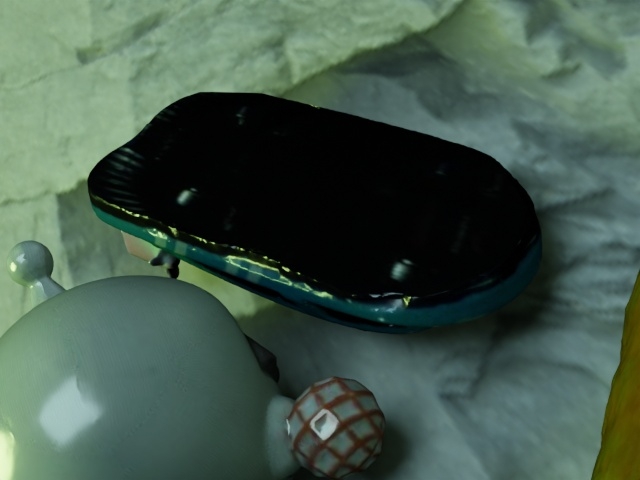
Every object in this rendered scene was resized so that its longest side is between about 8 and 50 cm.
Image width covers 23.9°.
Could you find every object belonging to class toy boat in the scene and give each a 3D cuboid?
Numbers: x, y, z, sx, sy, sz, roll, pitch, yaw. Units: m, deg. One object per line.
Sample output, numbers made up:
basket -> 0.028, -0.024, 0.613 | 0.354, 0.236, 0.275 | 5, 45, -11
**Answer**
toy boat -> 0.000, 0.000, 0.900 | 0.299, 0.092, 0.134 | 20, 47, 38

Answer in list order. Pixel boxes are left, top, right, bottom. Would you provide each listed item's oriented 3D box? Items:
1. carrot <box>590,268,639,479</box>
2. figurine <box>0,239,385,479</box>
carrot -> 0.212, 0.118, 0.537 | 0.241, 0.241, 0.341 | -4, 58, 38
figurine -> -0.091, 0.164, 0.811 | 0.281, 0.167, 0.370 | -30, 55, 11
